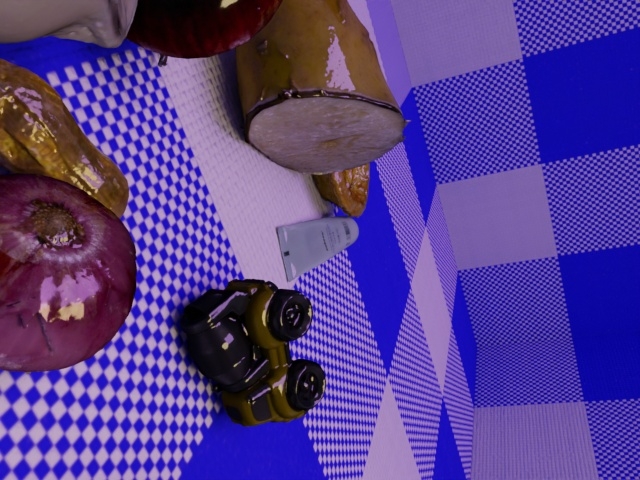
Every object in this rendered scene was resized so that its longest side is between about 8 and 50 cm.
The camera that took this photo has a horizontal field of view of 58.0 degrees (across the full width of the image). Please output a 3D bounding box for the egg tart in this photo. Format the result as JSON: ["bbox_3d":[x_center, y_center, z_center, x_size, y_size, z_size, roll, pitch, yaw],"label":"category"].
[{"bbox_3d":[0.046,-0.166,1.362,0.241,0.106,0.240,-7,90,-67],"label":"egg tart"}]

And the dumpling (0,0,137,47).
[{"bbox_3d":[-0.274,-0.314,0.428,0.395,0.233,0.315,13,77,-59],"label":"dumpling"}]

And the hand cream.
[{"bbox_3d":[0.000,0.000,1.248,0.321,0.067,0.109,-22,102,-63],"label":"hand cream"}]

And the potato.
[{"bbox_3d":[-0.002,-0.321,1.065,0.397,0.290,0.295,16,66,-63],"label":"potato"}]

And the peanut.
[{"bbox_3d":[-0.267,-0.088,0.567,0.206,0.087,0.087,60,29,-44],"label":"peanut"}]

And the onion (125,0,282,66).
[{"bbox_3d":[-0.166,-0.343,0.729,0.285,0.273,0.272,97,-9,-71],"label":"onion"}]

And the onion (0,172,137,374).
[{"bbox_3d":[-0.246,0.026,0.491,0.177,0.154,0.177,20,63,-46],"label":"onion"}]

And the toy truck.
[{"bbox_3d":[-0.103,0.168,0.820,0.165,0.147,0.224,-26,109,-43],"label":"toy truck"}]
